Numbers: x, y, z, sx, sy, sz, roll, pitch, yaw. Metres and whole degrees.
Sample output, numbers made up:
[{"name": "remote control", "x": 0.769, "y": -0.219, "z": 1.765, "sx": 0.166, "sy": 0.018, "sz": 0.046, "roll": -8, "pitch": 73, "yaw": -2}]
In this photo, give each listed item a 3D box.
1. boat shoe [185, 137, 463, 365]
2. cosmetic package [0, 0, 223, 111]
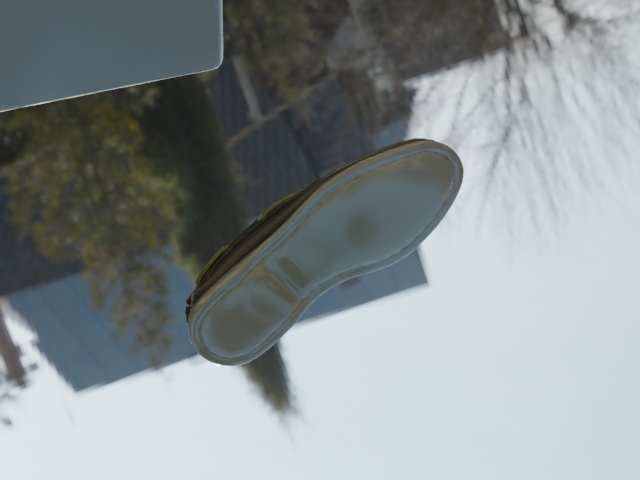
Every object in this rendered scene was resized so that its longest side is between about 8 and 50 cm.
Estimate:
[{"name": "boat shoe", "x": -0.003, "y": -0.003, "z": 1.360, "sx": 0.305, "sy": 0.109, "sz": 0.091, "roll": -37, "pitch": -156, "yaw": 7}, {"name": "cosmetic package", "x": -0.110, "y": -0.216, "z": 0.482, "sx": 0.113, "sy": 0.309, "sz": 0.160, "roll": -15, "pitch": -142, "yaw": -21}]
